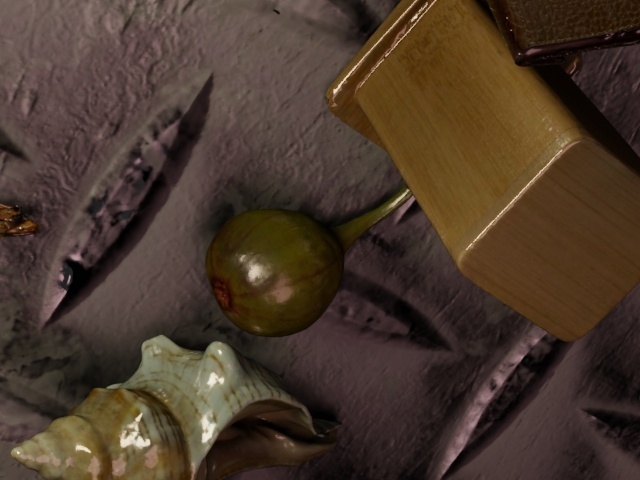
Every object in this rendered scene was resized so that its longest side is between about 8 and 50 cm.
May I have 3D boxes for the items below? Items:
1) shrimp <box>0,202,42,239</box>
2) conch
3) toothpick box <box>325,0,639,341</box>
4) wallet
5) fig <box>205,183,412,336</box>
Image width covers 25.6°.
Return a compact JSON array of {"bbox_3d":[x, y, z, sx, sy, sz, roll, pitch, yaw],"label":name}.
[{"bbox_3d":[-0.344,0.005,1.245,0.178,0.034,0.124,10,119,-22],"label":"shrimp"},{"bbox_3d":[-0.127,0.172,1.356,0.386,0.169,0.203,-18,158,-48],"label":"conch"},{"bbox_3d":[0.160,-0.078,1.197,0.187,0.308,0.190,34,107,-32],"label":"toothpick box"},{"bbox_3d":[0.176,-0.249,1.147,0.133,0.243,0.039,-12,150,-13],"label":"wallet"},{"bbox_3d":[0.000,0.000,1.331,0.236,0.124,0.124,-33,128,-26],"label":"fig"}]
